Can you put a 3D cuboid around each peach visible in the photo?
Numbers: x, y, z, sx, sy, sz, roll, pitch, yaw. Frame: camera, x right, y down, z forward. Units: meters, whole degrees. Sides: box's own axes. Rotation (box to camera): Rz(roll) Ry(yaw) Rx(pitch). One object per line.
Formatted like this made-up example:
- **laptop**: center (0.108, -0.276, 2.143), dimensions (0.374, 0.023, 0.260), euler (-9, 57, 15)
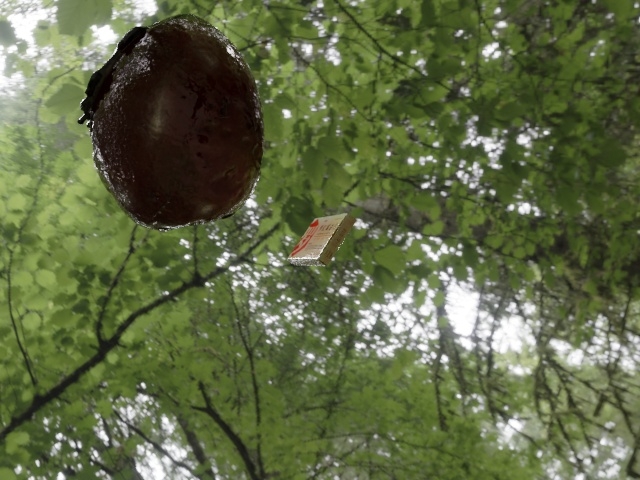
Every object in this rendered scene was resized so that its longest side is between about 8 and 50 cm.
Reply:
- **peach**: center (-0.275, -0.237, 1.432), dimensions (0.339, 0.352, 0.417), euler (-18, -77, -61)

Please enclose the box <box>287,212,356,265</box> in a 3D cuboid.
- **box**: center (0.000, 0.000, 0.743), dimensions (0.015, 0.093, 0.058), euler (39, -105, -17)
